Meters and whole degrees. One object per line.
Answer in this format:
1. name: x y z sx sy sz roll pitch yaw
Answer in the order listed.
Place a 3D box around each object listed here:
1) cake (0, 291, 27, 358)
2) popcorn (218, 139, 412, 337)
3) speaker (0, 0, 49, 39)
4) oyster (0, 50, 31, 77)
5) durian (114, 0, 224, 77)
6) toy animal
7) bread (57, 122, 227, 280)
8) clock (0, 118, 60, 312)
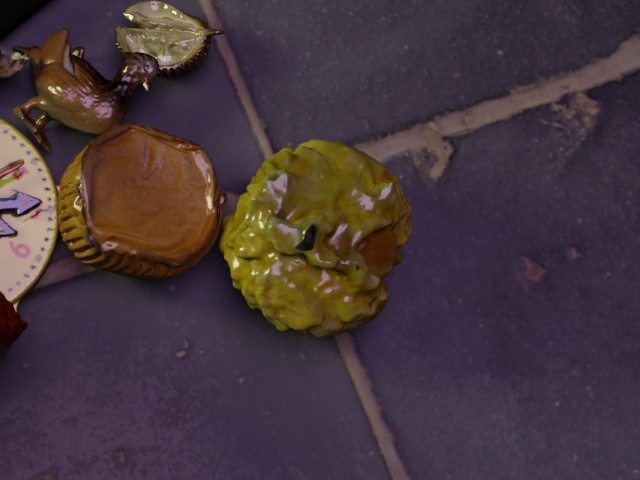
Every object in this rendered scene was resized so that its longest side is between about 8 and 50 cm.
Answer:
1. cake: -0.519 0.112 1.522 0.319 0.269 0.270 -40 90 -3
2. popcorn: -0.003 -0.006 1.714 0.249 0.225 0.249 2 70 -4
3. speaker: -0.361 -0.414 1.752 0.180 0.184 0.388 45 71 1
4. oyster: -0.460 -0.203 1.719 0.209 0.133 0.072 -4 101 -18
5. durian: -0.190 -0.253 1.809 0.140 0.071 0.110 -2 71 3
6. toy animal: -0.304 -0.205 1.758 0.179 0.089 0.188 -39 67 -4
7. bread: -0.223 -0.042 1.722 0.199 0.104 0.199 8 75 -29
8. clock: -0.451 -0.031 1.701 0.294 0.071 0.277 21 74 -6
